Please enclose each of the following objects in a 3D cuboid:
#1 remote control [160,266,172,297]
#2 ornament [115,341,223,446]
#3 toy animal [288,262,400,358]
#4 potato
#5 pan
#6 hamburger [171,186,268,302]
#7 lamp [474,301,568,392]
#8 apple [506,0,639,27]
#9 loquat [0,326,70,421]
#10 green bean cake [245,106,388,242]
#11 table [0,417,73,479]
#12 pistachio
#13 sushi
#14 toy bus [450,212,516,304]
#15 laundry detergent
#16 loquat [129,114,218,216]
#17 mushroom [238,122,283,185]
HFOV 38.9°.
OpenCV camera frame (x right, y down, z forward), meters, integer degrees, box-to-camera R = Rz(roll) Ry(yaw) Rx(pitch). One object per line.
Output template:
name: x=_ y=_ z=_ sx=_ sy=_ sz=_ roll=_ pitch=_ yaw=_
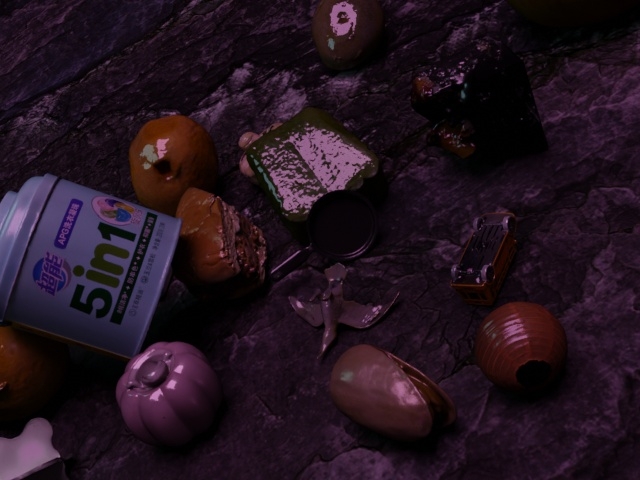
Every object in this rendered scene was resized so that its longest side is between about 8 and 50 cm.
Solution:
remote control: x=-0.346 y=0.053 z=1.909 sx=0.088 sy=0.029 sz=0.190 roll=-12 pitch=41 yaw=21
ornament: x=-0.259 y=0.254 z=1.529 sx=0.178 sy=0.177 sz=0.177 roll=-17 pitch=40 yaw=15
toy animal: x=0.009 y=0.123 z=1.567 sx=0.219 sy=0.095 sz=0.155 roll=1 pitch=43 yaw=33
potato: x=0.065 y=-0.517 z=2.199 sx=0.178 sy=0.160 sz=0.235 roll=-23 pitch=47 yaw=48
pan: x=0.000 y=0.000 z=1.696 sx=0.235 sy=0.136 sz=0.028 roll=-35 pitch=6 yaw=-3
hamburger: x=-0.206 y=0.009 z=1.783 sx=0.282 sy=0.155 sz=0.245 roll=4 pitch=58 yaw=46
lamp: x=0.294 y=0.156 z=1.327 sx=0.136 sy=0.136 sz=0.136 roll=-17 pitch=40 yaw=15
apple: x=0.546 y=-0.627 z=1.905 sx=0.400 sy=0.333 sz=0.400 roll=-25 pitch=20 yaw=10
loquat: x=-0.603 y=0.233 z=1.711 sx=0.244 sy=0.244 sz=0.244 roll=-17 pitch=40 yaw=15
green bean cake: x=-0.012 y=-0.139 z=1.809 sx=0.222 sy=0.125 sz=0.248 roll=-33 pitch=59 yaw=-4
table: x=-0.522 y=0.409 z=1.532 sx=0.198 sy=0.166 sz=0.166 roll=-25 pitch=38 yaw=-7
pistachio: x=0.106 y=0.230 z=1.358 sx=0.206 sy=0.131 sz=0.130 roll=14 pitch=28 yaw=42
sushi: x=0.282 y=-0.268 z=1.736 sx=0.212 sy=0.215 sz=0.227 roll=-26 pitch=39 yaw=3
toy bus: x=0.282 y=0.028 z=1.522 sx=0.070 sy=0.074 sz=0.162 roll=0 pitch=48 yaw=41
laundry detergent: x=-0.437 y=0.045 z=1.622 sx=0.287 sy=0.305 sz=0.287 roll=-160 pitch=90 yaw=-78
loquat: x=-0.319 y=-0.161 z=1.979 sx=0.193 sy=0.238 sz=0.238 roll=-12 pitch=39 yaw=-5
mushroom: x=-0.119 y=-0.192 z=1.970 sx=0.154 sy=0.122 sz=0.154 roll=-42 pitch=28 yaw=28
